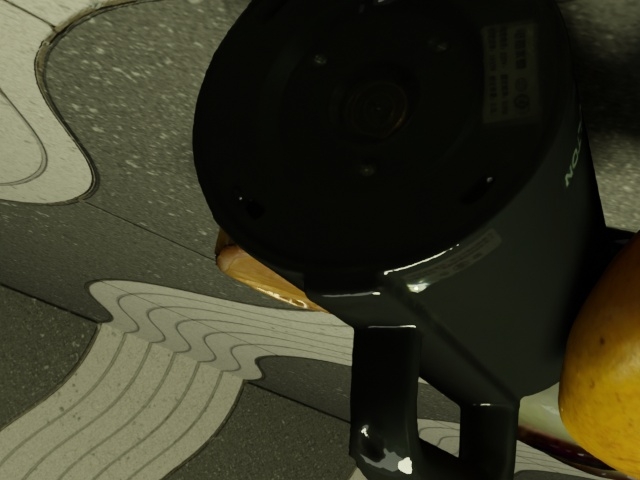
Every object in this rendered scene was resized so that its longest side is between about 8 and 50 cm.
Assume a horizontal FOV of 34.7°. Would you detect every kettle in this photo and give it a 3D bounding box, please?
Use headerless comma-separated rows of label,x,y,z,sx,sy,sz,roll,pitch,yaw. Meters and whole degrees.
kettle,0.089,0.006,0.631,0.203,0.262,0.308,-29,149,9

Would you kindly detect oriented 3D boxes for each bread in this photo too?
bread,0.000,0.000,0.997,0.199,0.104,0.199,13,161,4

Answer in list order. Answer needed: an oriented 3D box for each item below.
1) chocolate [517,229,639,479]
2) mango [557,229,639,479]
chocolate,0.260,0.123,0.970,0.283,0.186,0.283,16,164,5
mango,0.273,0.037,0.557,0.350,0.201,0.199,-29,95,39
